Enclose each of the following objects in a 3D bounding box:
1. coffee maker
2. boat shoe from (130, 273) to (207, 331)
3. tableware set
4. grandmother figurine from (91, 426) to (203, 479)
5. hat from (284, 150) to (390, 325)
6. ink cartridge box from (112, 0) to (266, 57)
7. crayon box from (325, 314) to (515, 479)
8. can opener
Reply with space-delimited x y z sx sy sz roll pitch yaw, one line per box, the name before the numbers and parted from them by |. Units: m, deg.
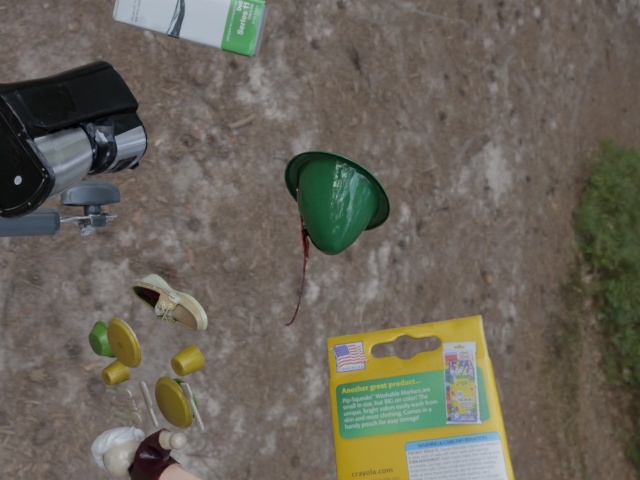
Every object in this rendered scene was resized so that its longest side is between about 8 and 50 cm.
coffee maker | -0.281 -0.131 0.758 0.178 0.120 0.171 -47 129 -60
boat shoe | -0.216 0.094 1.032 0.045 0.135 0.050 -22 130 -47
tableware set | -0.151 0.113 0.641 0.024 0.154 0.104 -25 102 -43
grandmother figurine | -0.254 0.405 1.212 0.104 0.342 0.208 -5 110 -55
hat | 0.000 0.000 1.102 0.208 0.173 0.184 55 47 -38
ink cartridge box | -0.191 -0.345 1.110 0.208 0.153 0.087 14 103 -6
crayon box | 0.124 0.267 0.875 0.083 0.203 0.323 63 19 -62
can opener | -0.466 -0.046 1.203 0.280 0.074 0.093 -9 93 -46
